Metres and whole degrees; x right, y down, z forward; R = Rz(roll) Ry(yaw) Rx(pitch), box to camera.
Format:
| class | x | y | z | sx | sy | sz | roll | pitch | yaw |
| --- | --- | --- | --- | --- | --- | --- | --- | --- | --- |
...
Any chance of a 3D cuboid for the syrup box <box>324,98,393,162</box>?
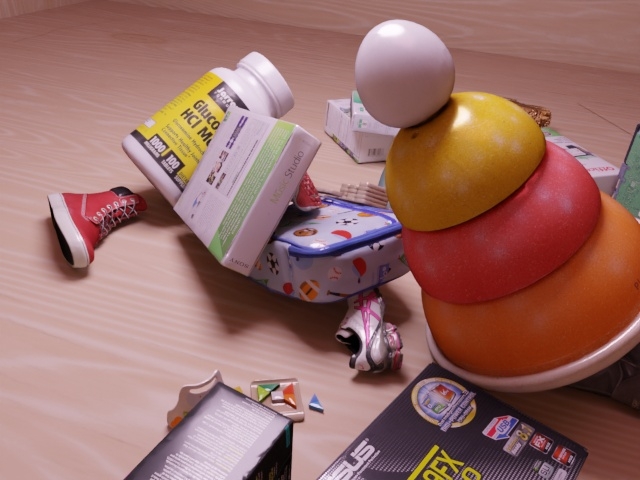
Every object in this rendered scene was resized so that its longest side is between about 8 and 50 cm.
| class | x | y | z | sx | sy | sz | roll | pitch | yaw |
| --- | --- | --- | --- | --- | --- | --- | --- | --- | --- |
| syrup box | 0.099 | -0.301 | 1.527 | 0.093 | 0.097 | 0.237 | -7 | 33 | -22 |

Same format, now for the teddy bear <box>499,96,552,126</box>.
| class | x | y | z | sx | sy | sz | roll | pitch | yaw |
| --- | --- | --- | --- | --- | --- | --- | --- | --- | --- |
| teddy bear | 0.558 | -0.367 | 1.701 | 0.244 | 0.113 | 0.338 | -2 | 24 | -23 |

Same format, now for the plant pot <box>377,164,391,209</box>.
| class | x | y | z | sx | sy | sz | roll | pitch | yaw |
| --- | --- | --- | --- | --- | --- | --- | --- | --- | --- |
| plant pot | 0.263 | -0.135 | 1.185 | 0.292 | 0.197 | 0.293 | 3 | 32 | -2 |

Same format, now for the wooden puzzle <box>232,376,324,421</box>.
| class | x | y | z | sx | sy | sz | roll | pitch | yaw |
| --- | --- | --- | --- | --- | --- | --- | --- | --- | --- |
| wooden puzzle | -0.060 | 0.213 | 0.759 | 0.116 | 0.014 | 0.079 | -6 | 33 | -16 |

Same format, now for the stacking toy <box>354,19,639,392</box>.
| class | x | y | z | sx | sy | sz | roll | pitch | yaw |
| --- | --- | --- | --- | --- | --- | --- | --- | --- | --- |
| stacking toy | 0.204 | -0.074 | 0.743 | 0.350 | 0.480 | 0.351 | -30 | 22 | 14 |

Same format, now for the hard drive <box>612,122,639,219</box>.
| class | x | y | z | sx | sy | sz | roll | pitch | yaw |
| --- | --- | --- | --- | --- | --- | --- | --- | --- | --- |
| hard drive | 0.683 | -0.053 | 1.064 | 0.064 | 0.237 | 0.339 | -1 | 31 | -9 |

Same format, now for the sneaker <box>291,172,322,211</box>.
| class | x | y | z | sx | sy | sz | roll | pitch | yaw |
| --- | --- | --- | --- | --- | --- | --- | --- | --- | --- |
| sneaker | -0.066 | -0.092 | 0.985 | 0.092 | 0.088 | 0.225 | -34 | 26 | -7 |

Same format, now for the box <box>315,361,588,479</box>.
| class | x | y | z | sx | sy | sz | roll | pitch | yaw |
| --- | --- | --- | --- | --- | --- | --- | --- | --- | --- |
| box | 0.146 | 0.276 | 0.637 | 0.216 | 0.060 | 0.270 | 27 | 38 | 32 |

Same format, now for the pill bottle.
| class | x | y | z | sx | sy | sz | roll | pitch | yaw |
| --- | --- | --- | --- | --- | --- | --- | --- | --- | --- |
| pill bottle | -0.222 | -0.230 | 1.165 | 0.334 | 0.188 | 0.188 | -42 | 47 | -10 |

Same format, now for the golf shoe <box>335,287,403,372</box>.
| class | x | y | z | sx | sy | sz | roll | pitch | yaw |
| --- | --- | --- | --- | --- | --- | --- | --- | --- | --- |
| golf shoe | 0.061 | 0.123 | 0.865 | 0.085 | 0.068 | 0.186 | -3 | 32 | -12 |

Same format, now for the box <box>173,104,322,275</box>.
| class | x | y | z | sx | sy | sz | roll | pitch | yaw |
| --- | --- | --- | --- | --- | --- | --- | --- | --- | --- |
| box | -0.139 | -0.101 | 0.953 | 0.058 | 0.232 | 0.322 | 28 | 4 | -31 |

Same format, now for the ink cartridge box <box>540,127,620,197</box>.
| class | x | y | z | sx | sy | sz | roll | pitch | yaw |
| --- | --- | --- | --- | --- | --- | --- | --- | --- | --- |
| ink cartridge box | 0.529 | -0.158 | 1.326 | 0.201 | 0.117 | 0.278 | -7 | 34 | -18 |

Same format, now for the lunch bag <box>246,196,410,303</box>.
| class | x | y | z | sx | sy | sz | roll | pitch | yaw |
| --- | --- | --- | --- | --- | --- | --- | --- | --- | --- |
| lunch bag | 0.000 | 0.000 | 0.961 | 0.243 | 0.115 | 0.303 | -20 | 22 | -30 |

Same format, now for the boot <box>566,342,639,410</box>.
| class | x | y | z | sx | sy | sz | roll | pitch | yaw |
| --- | --- | --- | --- | --- | --- | --- | --- | --- | --- |
| boot | 0.401 | 0.165 | 0.849 | 0.208 | 0.076 | 0.189 | 12 | 30 | 25 |

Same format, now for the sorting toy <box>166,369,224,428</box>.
| class | x | y | z | sx | sy | sz | roll | pitch | yaw |
| --- | --- | --- | --- | --- | --- | --- | --- | --- | --- |
| sorting toy | -0.149 | 0.199 | 0.711 | 0.083 | 0.075 | 0.044 | -21 | 39 | -34 |

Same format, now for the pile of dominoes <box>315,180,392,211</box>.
| class | x | y | z | sx | sy | sz | roll | pitch | yaw |
| --- | --- | --- | --- | --- | --- | --- | --- | --- | --- |
| pile of dominoes | 0.048 | -0.096 | 1.120 | 0.195 | 0.040 | 0.251 | 14 | 2 | -32 |

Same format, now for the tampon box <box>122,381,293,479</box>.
| class | x | y | z | sx | sy | sz | roll | pitch | yaw |
| --- | --- | --- | --- | --- | --- | --- | --- | --- | --- |
| tampon box | -0.113 | 0.255 | 0.582 | 0.101 | 0.121 | 0.161 | 20 | 35 | 23 |

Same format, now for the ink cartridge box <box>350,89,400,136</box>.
| class | x | y | z | sx | sy | sz | roll | pitch | yaw |
| --- | --- | --- | --- | --- | --- | --- | --- | --- | --- |
| ink cartridge box | 0.187 | -0.317 | 1.431 | 0.224 | 0.056 | 0.181 | 5 | 32 | -1 |

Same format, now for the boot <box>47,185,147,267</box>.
| class | x | y | z | sx | sy | sz | roll | pitch | yaw |
| --- | --- | --- | --- | --- | --- | --- | --- | --- | --- |
| boot | -0.403 | -0.038 | 1.060 | 0.176 | 0.089 | 0.244 | -11 | 31 | -26 |
